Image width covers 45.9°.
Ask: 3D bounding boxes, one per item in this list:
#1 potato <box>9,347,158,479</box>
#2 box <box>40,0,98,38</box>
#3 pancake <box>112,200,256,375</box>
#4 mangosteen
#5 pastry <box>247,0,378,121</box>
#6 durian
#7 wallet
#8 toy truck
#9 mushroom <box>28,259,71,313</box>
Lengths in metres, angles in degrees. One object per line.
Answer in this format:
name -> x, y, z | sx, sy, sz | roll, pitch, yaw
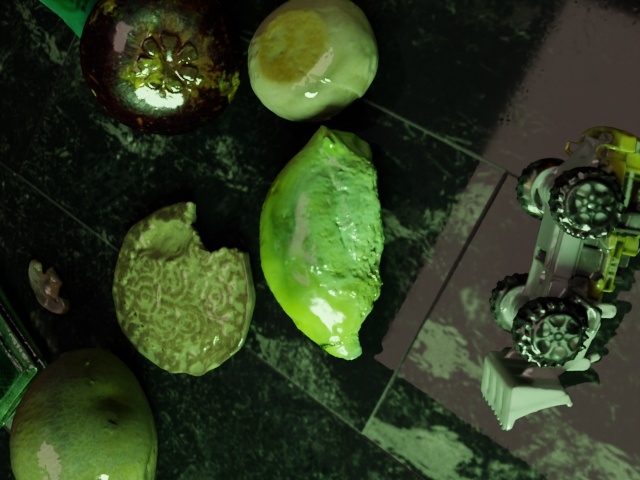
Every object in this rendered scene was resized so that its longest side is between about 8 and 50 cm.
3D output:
potato -> -0.287, 0.245, 0.932 | 0.160, 0.178, 0.235 | -10, 54, 7
box -> -0.324, -0.451, 1.017 | 0.336, 0.106, 0.264 | 42, 120, 27
pancake -> -0.181, 0.063, 0.970 | 0.235, 0.029, 0.212 | 47, 109, 23
mangosteen -> -0.196, -0.231, 0.929 | 0.192, 0.192, 0.217 | -59, 26, 12
pastry -> -0.013, -0.212, 0.865 | 0.156, 0.092, 0.156 | -5, 77, 25
durian -> 0.000, 0.000, 0.836 | 0.139, 0.101, 0.250 | 9, 91, 28
wallet -> -0.505, 0.147, 1.128 | 0.160, 0.055, 0.236 | -47, 68, 25
toy truck -> 0.229, 0.035, 0.700 | 0.111, 0.136, 0.286 | 14, 99, -3
mushroom -> -0.393, 0.068, 1.089 | 0.101, 0.019, 0.049 | 45, 107, 22
